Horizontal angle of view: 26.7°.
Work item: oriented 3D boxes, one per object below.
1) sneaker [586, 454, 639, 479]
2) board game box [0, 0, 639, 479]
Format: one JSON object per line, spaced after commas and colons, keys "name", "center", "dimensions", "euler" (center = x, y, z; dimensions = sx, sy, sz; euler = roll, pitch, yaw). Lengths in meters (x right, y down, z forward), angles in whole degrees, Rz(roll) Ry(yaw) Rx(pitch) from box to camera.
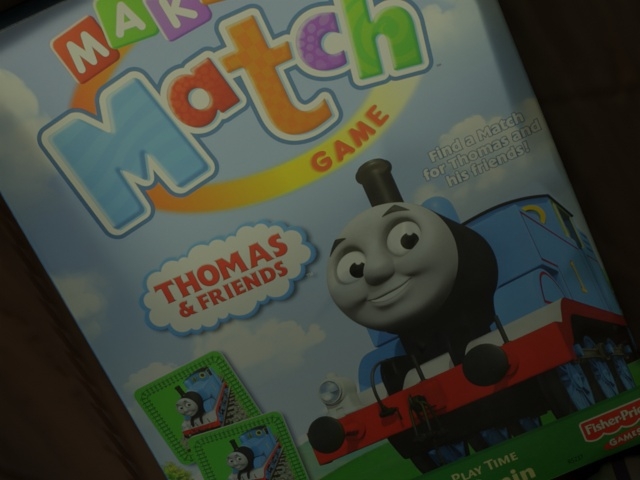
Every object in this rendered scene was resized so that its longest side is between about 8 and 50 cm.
{"name": "sneaker", "center": [0.058, 0.204, 0.482], "dimensions": [0.161, 0.102, 0.282], "euler": [1, 113, 0]}
{"name": "board game box", "center": [0.000, 0.000, 0.429], "dimensions": [0.160, 0.039, 0.211], "euler": [-24, 111, 7]}
